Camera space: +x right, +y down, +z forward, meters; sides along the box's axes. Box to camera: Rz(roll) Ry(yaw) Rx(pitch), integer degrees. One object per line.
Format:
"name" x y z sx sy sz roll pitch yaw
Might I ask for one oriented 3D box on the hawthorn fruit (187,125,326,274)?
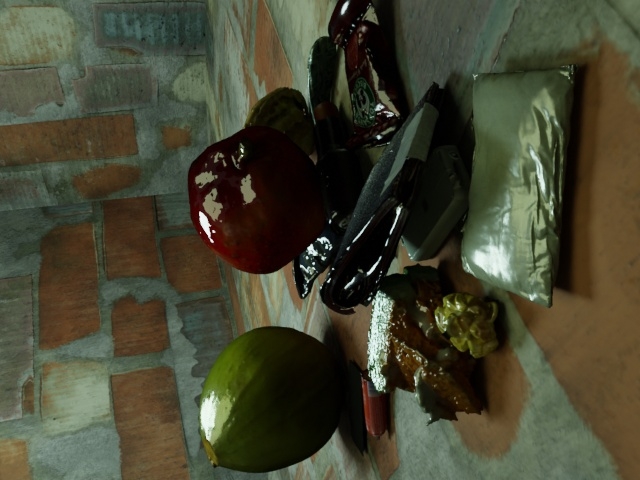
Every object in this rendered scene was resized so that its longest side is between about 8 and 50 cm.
"hawthorn fruit" -0.116 -0.083 1.081 0.307 0.265 0.265 92 165 -68

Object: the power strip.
"power strip" 0.148 -0.045 0.785 0.192 0.035 0.081 110 150 -59

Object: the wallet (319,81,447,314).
"wallet" 0.087 -0.047 0.778 0.262 0.071 0.221 114 -179 -53

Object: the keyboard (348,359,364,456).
"keyboard" 0.079 0.355 1.254 0.074 0.015 0.197 -146 50 -64

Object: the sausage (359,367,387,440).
"sausage" 0.103 0.307 1.095 0.050 0.048 0.145 -45 -48 -61

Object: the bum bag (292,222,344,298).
"bum bag" 0.000 0.000 1.246 0.310 0.074 0.137 124 142 -49

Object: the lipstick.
"lipstick" 0.029 -0.138 1.045 0.081 0.081 0.300 102 162 -50

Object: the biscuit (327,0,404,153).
"biscuit" 0.068 -0.253 0.912 0.151 0.063 0.236 167 93 -75

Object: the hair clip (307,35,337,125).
"hair clip" 0.004 -0.285 1.143 0.036 0.066 0.229 32 139 36

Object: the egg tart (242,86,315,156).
"egg tart" -0.085 -0.212 1.277 0.105 0.241 0.241 26 134 22

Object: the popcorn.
"popcorn" 0.167 0.102 0.695 0.084 0.084 0.084 172 90 -74

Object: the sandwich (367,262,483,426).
"sandwich" 0.134 0.138 0.789 0.160 0.109 0.185 -141 46 -70

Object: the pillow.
"pillow" 0.194 -0.058 0.600 0.148 0.050 0.230 -150 54 -62

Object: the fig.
"fig" -0.124 0.367 1.355 0.343 0.343 0.344 172 90 -74

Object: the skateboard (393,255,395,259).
"skateboard" 0.100 -0.008 0.988 0.083 0.032 0.064 -139 34 -63
